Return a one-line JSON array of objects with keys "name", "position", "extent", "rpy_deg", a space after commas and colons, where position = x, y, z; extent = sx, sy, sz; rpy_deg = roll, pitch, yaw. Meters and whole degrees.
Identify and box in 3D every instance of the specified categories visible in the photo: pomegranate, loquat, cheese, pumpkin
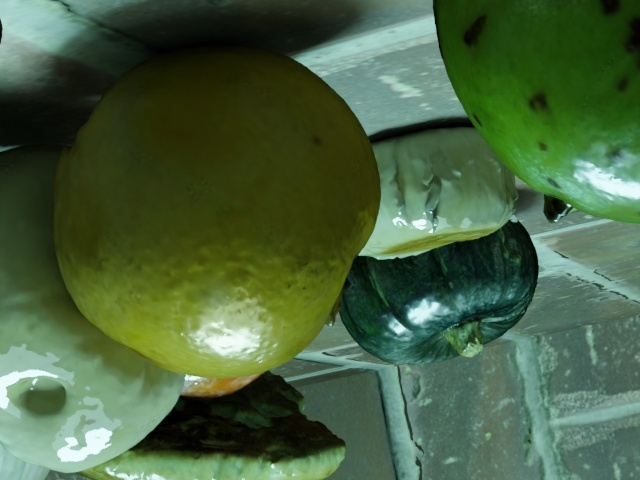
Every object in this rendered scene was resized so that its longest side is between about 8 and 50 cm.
[{"name": "pomegranate", "position": [0.167, -0.125, 0.947], "extent": [0.211, 0.263, 0.211], "rpy_deg": [25, -164, -8]}, {"name": "loquat", "position": [-0.063, -0.016, 1.211], "extent": [0.208, 0.208, 0.208], "rpy_deg": [-10, 171, -2]}, {"name": "cheese", "position": [-0.171, 0.042, 1.317], "extent": [0.117, 0.218, 0.235], "rpy_deg": [-22, 179, 35]}, {"name": "pumpkin", "position": [0.121, 0.047, 1.966], "extent": [0.211, 0.152, 0.211], "rpy_deg": [-15, 171, -2]}]

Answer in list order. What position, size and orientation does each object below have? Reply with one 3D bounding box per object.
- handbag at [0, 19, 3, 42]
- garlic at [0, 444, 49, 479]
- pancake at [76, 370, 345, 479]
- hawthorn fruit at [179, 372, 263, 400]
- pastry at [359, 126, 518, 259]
[{"name": "handbag", "position": [-0.233, -0.088, 0.841], "extent": [0.213, 0.127, 0.235], "rpy_deg": [-10, 173, -11]}, {"name": "garlic", "position": [-0.452, 0.214, 2.193], "extent": [0.322, 0.241, 0.322], "rpy_deg": [-4, 150, -2]}, {"name": "pancake", "position": [-0.203, 0.140, 1.813], "extent": [0.426, 0.067, 0.305], "rpy_deg": [8, -160, -17]}, {"name": "hawthorn fruit", "position": [-0.101, 0.057, 1.750], "extent": [0.173, 0.173, 0.173], "rpy_deg": [-10, 171, -2]}, {"name": "pastry", "position": [0.086, -0.038, 1.615], "extent": [0.166, 0.088, 0.166], "rpy_deg": [-9, 170, -2]}]
